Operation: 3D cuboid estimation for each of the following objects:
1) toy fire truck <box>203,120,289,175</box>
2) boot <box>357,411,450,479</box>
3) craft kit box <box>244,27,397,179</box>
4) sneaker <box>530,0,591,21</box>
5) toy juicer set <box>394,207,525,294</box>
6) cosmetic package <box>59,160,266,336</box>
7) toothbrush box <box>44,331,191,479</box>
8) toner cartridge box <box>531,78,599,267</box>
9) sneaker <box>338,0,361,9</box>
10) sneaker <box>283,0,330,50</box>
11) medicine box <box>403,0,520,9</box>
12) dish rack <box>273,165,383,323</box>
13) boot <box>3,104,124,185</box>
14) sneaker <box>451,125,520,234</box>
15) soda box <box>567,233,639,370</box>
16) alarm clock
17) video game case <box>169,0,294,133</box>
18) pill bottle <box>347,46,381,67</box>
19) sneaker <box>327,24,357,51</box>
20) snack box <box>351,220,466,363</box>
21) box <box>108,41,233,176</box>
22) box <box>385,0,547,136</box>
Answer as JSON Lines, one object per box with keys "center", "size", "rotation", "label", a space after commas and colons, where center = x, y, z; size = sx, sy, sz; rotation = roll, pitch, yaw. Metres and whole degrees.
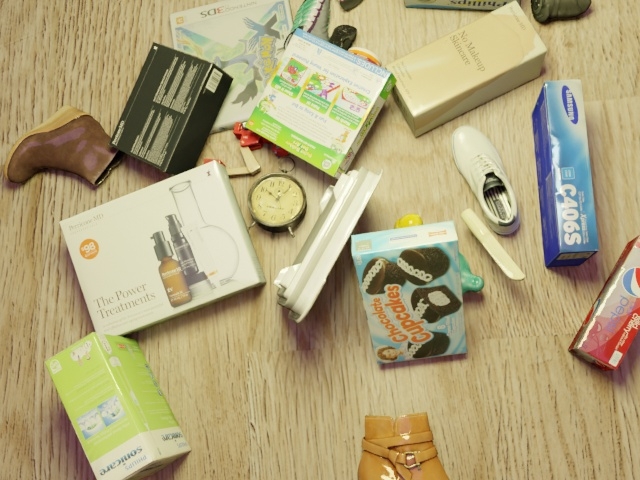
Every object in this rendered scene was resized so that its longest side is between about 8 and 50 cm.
{"center": [-0.163, -0.202, 1.500], "size": [0.192, 0.047, 0.135], "rotation": [10, 80, 10], "label": "toy fire truck"}
{"center": [0.214, 0.450, 1.278], "size": [0.284, 0.109, 0.220], "rotation": [-4, 73, 16], "label": "boot"}
{"center": [-0.003, -0.295, 1.404], "size": [0.250, 0.061, 0.246], "rotation": [32, 94, 20], "label": "craft kit box"}
{"center": [0.540, -0.625, 1.461], "size": [0.130, 0.109, 0.286], "rotation": [0, 85, 0], "label": "sneaker"}
{"center": [0.239, 0.037, 1.368], "size": [0.329, 0.089, 0.209], "rotation": [-15, 63, 14], "label": "toy juicer set"}
{"center": [-0.345, 0.026, 1.435], "size": [0.377, 0.097, 0.284], "rotation": [-21, 83, 4], "label": "cosmetic package"}
{"center": [-0.410, 0.344, 1.338], "size": [0.122, 0.206, 0.283], "rotation": [-33, 75, 1], "label": "toothbrush box"}
{"center": [0.489, -0.130, 1.317], "size": [0.075, 0.165, 0.347], "rotation": [-2, 78, 8], "label": "toner cartridge box"}
{"center": [0.103, -0.630, 1.542], "size": [0.178, 0.072, 0.077], "rotation": [-33, 64, -5], "label": "sneaker"}
{"center": [-0.010, -0.503, 1.541], "size": [0.083, 0.098, 0.223], "rotation": [-9, 51, 50], "label": "sneaker"}
{"center": [0.329, -0.679, 1.453], "size": [0.264, 0.149, 0.289], "rotation": [8, 82, 17], "label": "medicine box"}
{"center": [0.000, 0.000, 1.304], "size": [0.072, 0.285, 0.332], "rotation": [30, 83, -4], "label": "dish rack"}
{"center": [-0.610, -0.191, 1.548], "size": [0.207, 0.090, 0.248], "rotation": [38, 83, 17], "label": "boot"}
{"center": [0.355, -0.139, 1.378], "size": [0.094, 0.091, 0.258], "rotation": [-25, 75, 3], "label": "sneaker"}
{"center": [0.594, 0.123, 1.281], "size": [0.083, 0.092, 0.263], "rotation": [31, 85, 15], "label": "soda box"}
{"center": [-0.091, -0.100, 1.456], "size": [0.130, 0.064, 0.192], "rotation": [11, 75, 5], "label": "alarm clock"}
{"center": [-0.200, -0.431, 1.562], "size": [0.300, 0.036, 0.328], "rotation": [-12, 76, 7], "label": "video game case"}
{"center": [0.073, -0.351, 1.474], "size": [0.086, 0.086, 0.152], "rotation": [22, 83, 13], "label": "pill bottle"}
{"center": [0.034, -0.429, 1.509], "size": [0.051, 0.089, 0.170], "rotation": [22, 45, 8], "label": "sneaker"}
{"center": [0.176, 0.110, 1.250], "size": [0.187, 0.321, 0.060], "rotation": [-9, 42, 8], "label": "snack box"}
{"center": [-0.341, -0.294, 1.487], "size": [0.184, 0.103, 0.261], "rotation": [26, 92, 23], "label": "box"}
{"center": [0.313, -0.371, 1.420], "size": [0.311, 0.121, 0.148], "rotation": [-28, 74, 3], "label": "box"}
